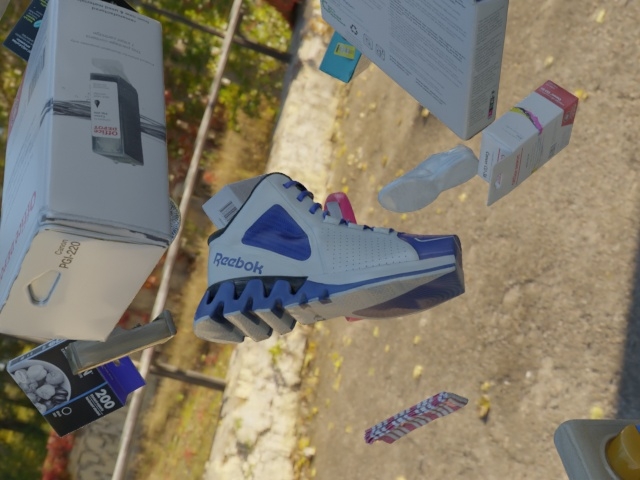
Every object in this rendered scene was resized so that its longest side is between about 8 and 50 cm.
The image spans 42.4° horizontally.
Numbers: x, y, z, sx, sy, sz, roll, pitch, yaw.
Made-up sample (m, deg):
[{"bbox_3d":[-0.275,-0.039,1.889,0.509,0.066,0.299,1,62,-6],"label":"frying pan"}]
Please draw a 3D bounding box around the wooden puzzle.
[{"bbox_3d":[0.588,0.414,1.312,0.080,0.348,0.322,107,157,-44],"label":"wooden puzzle"}]

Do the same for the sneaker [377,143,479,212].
[{"bbox_3d":[0.211,-0.129,1.660,0.212,0.080,0.094,-24,37,5],"label":"sneaker"}]

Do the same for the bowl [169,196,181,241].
[{"bbox_3d":[-0.331,-0.040,1.403,0.080,0.170,0.170,53,128,38],"label":"bowl"}]

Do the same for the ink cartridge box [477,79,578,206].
[{"bbox_3d":[0.320,-0.155,1.333,0.198,0.067,0.115,-37,-31,-19],"label":"ink cartridge box"}]

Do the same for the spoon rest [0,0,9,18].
[{"bbox_3d":[-0.326,-0.277,0.794,0.276,0.084,0.137,-57,8,53],"label":"spoon rest"}]

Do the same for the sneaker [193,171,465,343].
[{"bbox_3d":[-0.001,0.000,0.949,0.127,0.316,0.182,61,-159,-65],"label":"sneaker"}]

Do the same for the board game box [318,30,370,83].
[{"bbox_3d":[0.120,-0.540,1.865,0.336,0.079,0.254,-65,-4,23],"label":"board game box"}]

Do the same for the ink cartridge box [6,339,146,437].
[{"bbox_3d":[-0.492,0.281,1.689,0.208,0.206,0.045,-28,30,-5],"label":"ink cartridge box"}]

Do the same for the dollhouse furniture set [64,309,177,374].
[{"bbox_3d":[-0.357,0.073,1.336,0.242,0.161,0.212,69,155,6],"label":"dollhouse furniture set"}]

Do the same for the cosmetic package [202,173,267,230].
[{"bbox_3d":[-0.156,-0.071,1.839,0.085,0.117,0.231,-38,-4,20],"label":"cosmetic package"}]

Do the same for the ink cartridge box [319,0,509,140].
[{"bbox_3d":[0.107,-0.334,1.064,0.324,0.071,0.330,47,163,27],"label":"ink cartridge box"}]

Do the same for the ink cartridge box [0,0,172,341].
[{"bbox_3d":[-0.184,-0.053,0.630,0.158,0.092,0.217,-48,40,44],"label":"ink cartridge box"}]

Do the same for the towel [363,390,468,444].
[{"bbox_3d":[0.194,0.357,1.642,0.197,0.144,0.029,-31,65,17],"label":"towel"}]

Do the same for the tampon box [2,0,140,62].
[{"bbox_3d":[-0.376,-0.320,1.264,0.161,0.120,0.101,-56,-26,0],"label":"tampon box"}]

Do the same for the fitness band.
[{"bbox_3d":[0.053,0.032,1.768,0.209,0.054,0.290,89,169,-59],"label":"fitness band"}]
